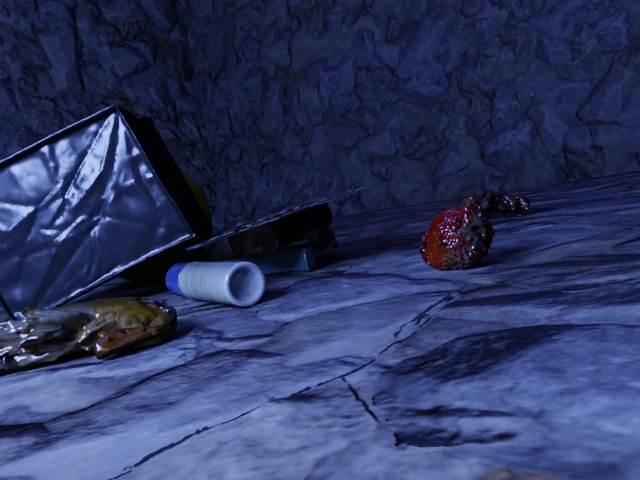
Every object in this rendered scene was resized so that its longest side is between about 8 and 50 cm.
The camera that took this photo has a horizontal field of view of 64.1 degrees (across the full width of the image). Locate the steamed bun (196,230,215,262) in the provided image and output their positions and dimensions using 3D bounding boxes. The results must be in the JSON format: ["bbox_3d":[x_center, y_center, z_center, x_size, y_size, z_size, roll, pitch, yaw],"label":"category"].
[{"bbox_3d":[-0.337,0.022,1.387,0.113,0.090,0.130,-6,2,1],"label":"steamed bun"}]

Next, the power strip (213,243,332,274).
[{"bbox_3d":[-0.085,0.038,0.933,0.216,0.044,0.137,-10,4,6],"label":"power strip"}]

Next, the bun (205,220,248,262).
[{"bbox_3d":[-0.185,0.006,1.197,0.184,0.102,0.183,-13,6,1],"label":"bun"}]

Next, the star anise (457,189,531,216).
[{"bbox_3d":[0.397,-0.083,1.236,0.178,0.073,0.234,-2,-5,-14],"label":"star anise"}]

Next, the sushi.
[{"bbox_3d":[-0.077,-0.011,0.917,0.320,0.068,0.339,-21,6,-14],"label":"sushi"}]

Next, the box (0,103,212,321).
[{"bbox_3d":[-0.411,-0.045,0.907,0.346,0.251,0.204,-29,7,-4],"label":"box"}]

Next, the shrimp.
[{"bbox_3d":[-0.276,0.096,0.513,0.262,0.066,0.117,-15,7,-34],"label":"shrimp"}]

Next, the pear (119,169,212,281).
[{"bbox_3d":[-0.394,-0.042,1.189,0.295,0.293,0.294,-10,5,1],"label":"pear"}]

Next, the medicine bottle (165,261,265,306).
[{"bbox_3d":[-0.160,0.059,0.740,0.059,0.059,0.231,-13,6,-34],"label":"medicine bottle"}]

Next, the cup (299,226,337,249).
[{"bbox_3d":[-0.002,-0.005,1.225,0.075,0.054,0.083,-15,4,-36],"label":"cup"}]

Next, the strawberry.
[{"bbox_3d":[0.172,0.002,0.657,0.097,0.083,0.083,-15,0,39],"label":"strawberry"}]
